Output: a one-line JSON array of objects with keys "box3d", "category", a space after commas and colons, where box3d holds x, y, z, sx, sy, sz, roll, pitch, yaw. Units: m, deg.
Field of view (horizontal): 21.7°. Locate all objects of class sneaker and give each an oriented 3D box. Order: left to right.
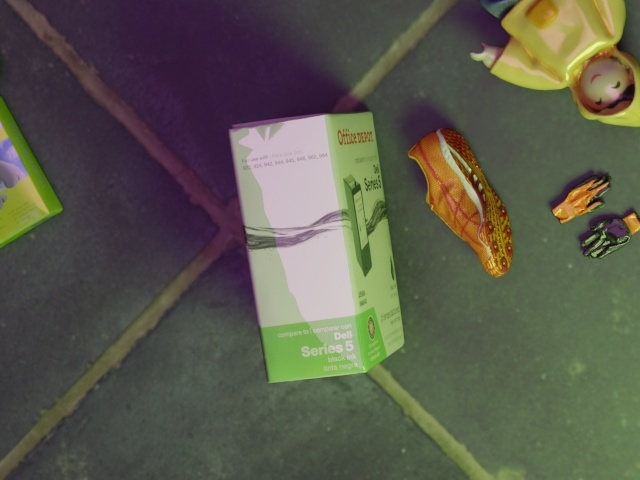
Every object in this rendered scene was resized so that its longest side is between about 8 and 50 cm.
[{"box3d": [0.157, -0.038, 1.831, 0.067, 0.064, 0.175, -31, 81, 35], "category": "sneaker"}]

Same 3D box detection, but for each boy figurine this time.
[{"box3d": [0.243, -0.229, 1.768, 0.177, 0.092, 0.285, -35, 82, 13], "category": "boy figurine"}]

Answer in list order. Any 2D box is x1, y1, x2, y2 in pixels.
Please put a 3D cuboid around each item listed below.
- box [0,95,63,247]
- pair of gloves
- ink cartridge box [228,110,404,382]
[{"box3d": [-0.395, -0.087, 1.978, 0.109, 0.042, 0.178, -30, 88, 15], "category": "box"}, {"box3d": [0.300, -0.025, 1.810, 0.074, 0.010, 0.083, -37, 88, 14], "category": "pair of gloves"}, {"box3d": [0.000, 0.000, 1.796, 0.114, 0.198, 0.273, -7, 93, 15], "category": "ink cartridge box"}]
